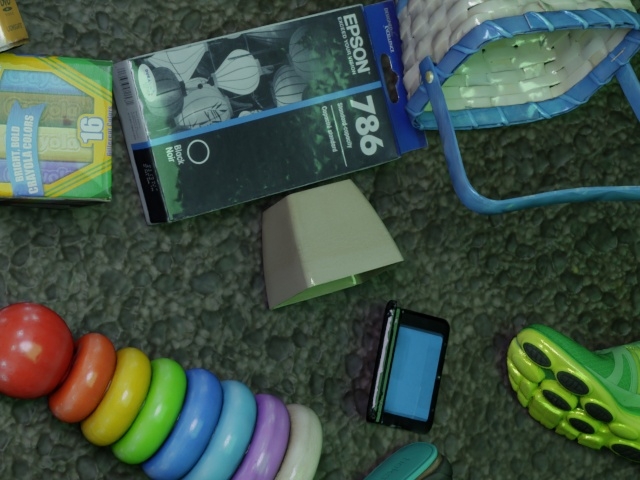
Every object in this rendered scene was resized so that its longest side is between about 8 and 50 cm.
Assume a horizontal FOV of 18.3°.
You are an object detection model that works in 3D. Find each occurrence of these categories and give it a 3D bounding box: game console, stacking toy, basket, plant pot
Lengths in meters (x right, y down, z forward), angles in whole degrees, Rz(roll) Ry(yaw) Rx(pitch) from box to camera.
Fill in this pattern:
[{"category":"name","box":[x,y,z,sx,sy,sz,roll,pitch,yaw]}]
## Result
[{"category":"game console","box":[0.090,0.129,2.012,0.071,0.107,0.122,10,82,2]},{"category":"stacking toy","box":[-0.166,0.154,1.850,0.330,0.141,0.141,29,76,-19]},{"category":"basket","box":[0.215,-0.163,1.993,0.255,0.201,0.289,-3,59,-28]},{"category":"plant pot","box":[0.000,0.000,1.955,0.109,0.109,0.096,-16,83,-27]}]

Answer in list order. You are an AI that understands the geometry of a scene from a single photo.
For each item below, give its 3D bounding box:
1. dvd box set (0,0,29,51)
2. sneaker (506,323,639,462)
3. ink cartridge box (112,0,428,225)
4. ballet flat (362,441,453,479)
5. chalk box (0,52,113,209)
[{"category":"dvd box set","box":[-0.456,-0.312,1.657,0.308,0.062,0.420,-18,97,13]},{"category":"sneaker","box":[0.321,0.158,2.122,0.296,0.109,0.123,27,53,-22]},{"category":"ink cartridge box","box":[-0.035,-0.134,1.962,0.333,0.065,0.165,-18,96,-27]},{"category":"ballet flat","box":[0.027,0.303,1.962,0.280,0.095,0.096,-27,112,-25]},{"category":"chalk box","box":[-0.308,-0.099,1.782,0.213,0.132,0.132,3,87,-28]}]
